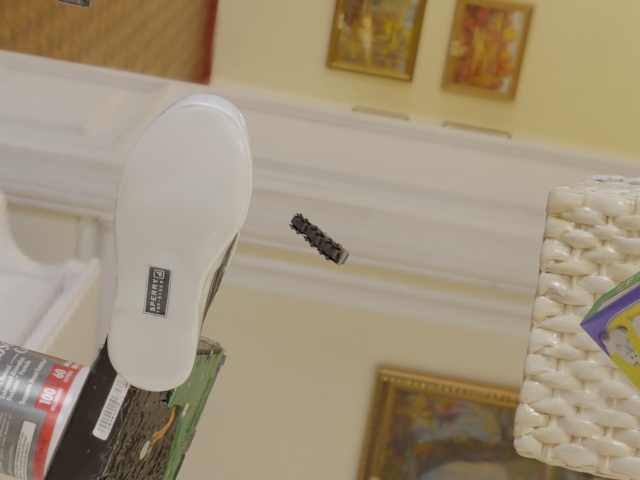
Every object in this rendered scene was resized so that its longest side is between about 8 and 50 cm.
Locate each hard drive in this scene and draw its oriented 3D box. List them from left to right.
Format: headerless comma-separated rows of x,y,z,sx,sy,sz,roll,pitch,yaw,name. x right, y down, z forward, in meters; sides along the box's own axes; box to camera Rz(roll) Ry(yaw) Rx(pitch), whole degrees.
-0.205,0.215,1.225,0.339,0.064,0.236,28,85,-80,hard drive

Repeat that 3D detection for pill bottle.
-0.575,0.267,1.852,0.210,0.363,0.210,-164,-90,-90,pill bottle

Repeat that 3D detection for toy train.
0.000,0.000,1.514,0.027,0.036,0.158,-57,-150,4,toy train

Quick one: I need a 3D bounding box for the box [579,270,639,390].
0.282,0.095,0.781,0.043,0.179,0.105,-43,178,-42,box

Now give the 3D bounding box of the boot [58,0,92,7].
-0.314,-0.314,0.997,0.091,0.229,0.263,105,-14,-59,boot

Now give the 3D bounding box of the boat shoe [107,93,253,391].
-0.118,-0.006,0.966,0.102,0.108,0.301,-77,180,-55,boat shoe

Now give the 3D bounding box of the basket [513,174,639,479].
0.407,0.099,1.239,0.266,0.331,0.328,-2,100,-64,basket
